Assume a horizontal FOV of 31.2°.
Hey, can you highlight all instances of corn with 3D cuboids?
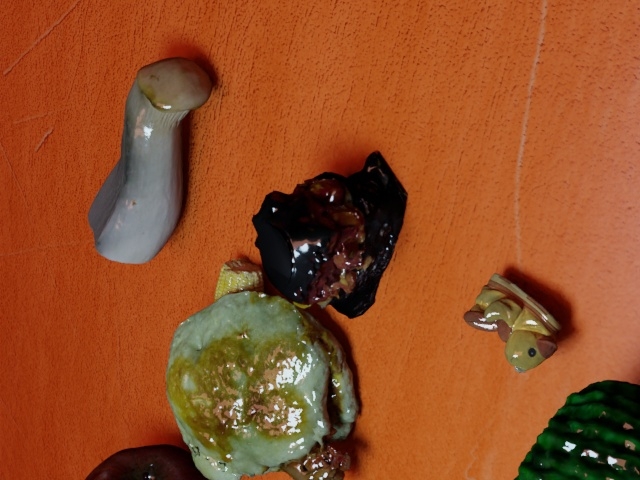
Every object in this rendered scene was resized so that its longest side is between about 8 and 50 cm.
[{"bbox_3d":[-0.113,0.108,1.561,0.085,0.063,0.165,-138,48,-58],"label":"corn"}]

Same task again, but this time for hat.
[{"bbox_3d":[0.329,0.298,1.025,0.332,0.242,0.274,24,137,26],"label":"hat"}]

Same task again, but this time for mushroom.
[{"bbox_3d":[-0.246,-0.113,1.588,0.159,0.122,0.329,40,129,21],"label":"mushroom"}]

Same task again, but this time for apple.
[{"bbox_3d":[-0.240,0.416,1.693,0.234,0.234,0.234,18,116,43],"label":"apple"}]

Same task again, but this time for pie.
[{"bbox_3d":[-0.080,0.193,1.489,0.274,0.105,0.257,1,98,27],"label":"pie"}]

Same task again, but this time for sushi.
[{"bbox_3d":[0.000,0.000,1.331,0.153,0.150,0.172,58,136,17],"label":"sushi"}]

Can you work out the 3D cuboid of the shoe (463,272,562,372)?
[{"bbox_3d":[0.203,0.088,1.203,0.069,0.072,0.109,-45,68,3],"label":"shoe"}]
